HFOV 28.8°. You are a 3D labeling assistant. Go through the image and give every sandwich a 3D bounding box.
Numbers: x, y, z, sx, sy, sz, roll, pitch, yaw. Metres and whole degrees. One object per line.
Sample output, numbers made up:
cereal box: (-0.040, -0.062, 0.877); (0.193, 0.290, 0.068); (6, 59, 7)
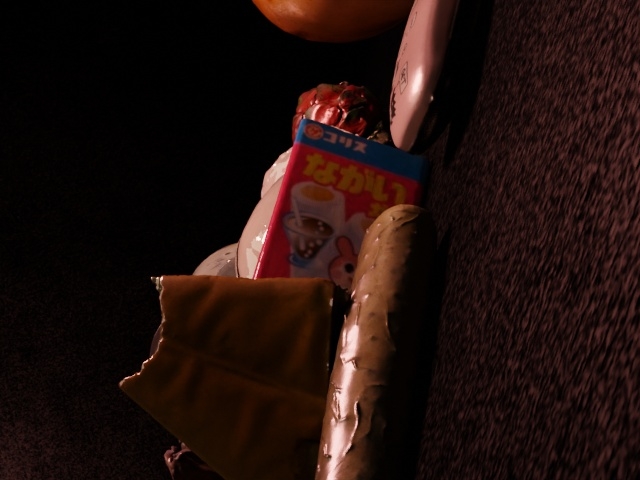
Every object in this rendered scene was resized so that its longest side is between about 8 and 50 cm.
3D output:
sandwich: (-0.072, 0.152, 1.132); (0.155, 0.198, 0.227); (38, -126, -74)

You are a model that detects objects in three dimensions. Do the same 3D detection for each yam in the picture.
yam: (0.047, 0.110, 1.027); (0.371, 0.083, 0.083); (-77, 5, -47)

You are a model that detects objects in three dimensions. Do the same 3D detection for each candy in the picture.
candy: (0.012, 0.024, 1.350); (0.100, 0.157, 0.306); (111, 175, -55)

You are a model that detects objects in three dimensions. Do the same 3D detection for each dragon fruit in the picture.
dragon fruit: (0.034, -0.173, 2.027); (0.188, 0.182, 0.182); (-37, -34, -77)

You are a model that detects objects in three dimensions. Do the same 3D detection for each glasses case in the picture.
glasses case: (0.130, -0.220, 1.358); (0.122, 0.075, 0.314); (117, 172, -48)

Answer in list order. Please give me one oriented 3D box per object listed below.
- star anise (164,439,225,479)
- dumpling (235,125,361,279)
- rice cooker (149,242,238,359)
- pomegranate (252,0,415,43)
star anise: (-0.167, 0.390, 2.057); (0.331, 0.117, 0.332); (-1, -90, -69)
dumpling: (0.000, 0.002, 1.661); (0.260, 0.181, 0.341); (-46, 15, 33)
rice cooker: (-0.113, 0.155, 1.915); (0.316, 0.264, 0.317); (10, -90, -86)
pomegranate: (0.056, -0.488, 1.829); (0.410, 0.410, 0.410); (-163, 90, -87)
